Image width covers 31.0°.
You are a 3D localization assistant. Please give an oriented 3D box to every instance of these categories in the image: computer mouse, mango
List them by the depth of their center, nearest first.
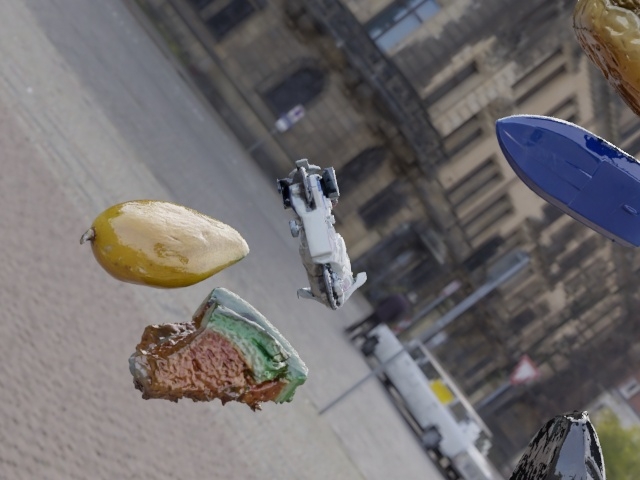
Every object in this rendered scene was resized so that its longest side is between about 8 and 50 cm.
[{"bbox_3d":[0.169,0.238,0.907,0.073,0.217,0.122,31,6,1],"label":"computer mouse"},{"bbox_3d":[-0.257,0.006,1.935,0.317,0.119,0.176,-2,38,-42],"label":"mango"}]

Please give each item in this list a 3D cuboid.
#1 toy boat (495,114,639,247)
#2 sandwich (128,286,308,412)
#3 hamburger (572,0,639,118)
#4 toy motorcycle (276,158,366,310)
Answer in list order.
[{"bbox_3d":[0.388,-0.109,1.759,0.295,0.129,0.088,29,21,-14],"label":"toy boat"},{"bbox_3d":[-0.188,0.179,1.944,0.301,0.162,0.250,-16,52,-40],"label":"sandwich"},{"bbox_3d":[0.426,-0.261,1.475,0.244,0.163,0.244,43,18,-17],"label":"hamburger"},{"bbox_3d":[0.000,0.000,1.636,0.150,0.102,0.221,60,17,-75],"label":"toy motorcycle"}]
